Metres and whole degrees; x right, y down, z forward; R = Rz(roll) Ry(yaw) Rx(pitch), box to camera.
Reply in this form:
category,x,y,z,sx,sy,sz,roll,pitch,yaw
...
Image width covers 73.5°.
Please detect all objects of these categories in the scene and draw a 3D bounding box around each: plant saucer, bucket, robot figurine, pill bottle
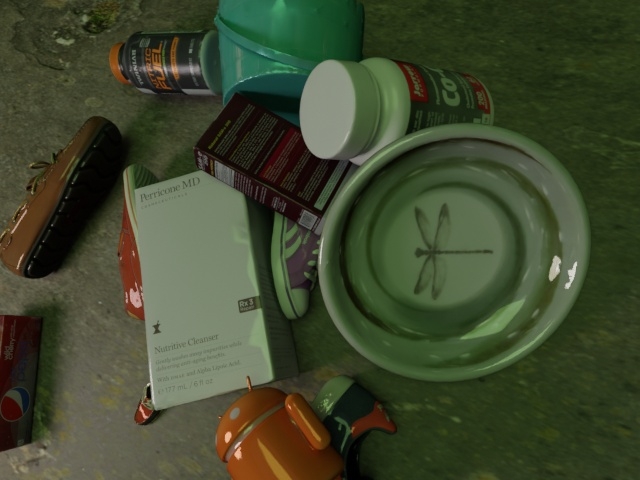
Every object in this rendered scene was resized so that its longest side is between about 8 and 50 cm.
category,x,y,z,sx,sy,sz,roll,pitch,yaw
plant saucer,0.196,0.022,0.668,0.401,0.100,0.399,0,106,-1
bucket,-0.052,-0.322,0.780,0.282,0.281,0.182,-3,80,14
robot figurine,-0.057,0.296,0.584,0.128,0.158,0.219,-34,61,-27
pill bottle,0.123,-0.196,0.678,0.161,0.284,0.161,14,107,54
pill bottle,-0.328,-0.383,0.929,0.246,0.130,0.130,7,79,16

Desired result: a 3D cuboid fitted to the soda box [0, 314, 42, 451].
category,x,y,z,sx,sy,sz,roll,pitch,yaw
soda box,-0.651,0.287,0.875,0.084,0.092,0.263,-7,76,14

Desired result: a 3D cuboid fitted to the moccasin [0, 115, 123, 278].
category,x,y,z,sx,sy,sz,roll,pitch,yaw
moccasin,-0.568,-0.105,0.932,0.147,0.139,0.379,33,96,10

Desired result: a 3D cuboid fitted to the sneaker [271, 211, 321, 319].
category,x,y,z,sx,sy,sz,roll,pitch,yaw
sneaker,0.000,-0.001,0.774,0.161,0.102,0.281,-2,77,11

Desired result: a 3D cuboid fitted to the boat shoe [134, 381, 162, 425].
category,x,y,z,sx,sy,sz,roll,pitch,yaw
boat shoe,-0.315,0.292,0.814,0.049,0.043,0.137,33,88,17

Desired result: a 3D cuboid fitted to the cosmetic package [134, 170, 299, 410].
category,x,y,z,sx,sy,sz,roll,pitch,yaw
cosmetic package,-0.187,0.075,0.771,0.218,0.156,0.384,-17,74,8

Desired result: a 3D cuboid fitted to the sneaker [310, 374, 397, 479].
category,x,y,z,sx,sy,sz,roll,pitch,yaw
sneaker,-0.008,0.393,0.665,0.148,0.131,0.349,31,86,23

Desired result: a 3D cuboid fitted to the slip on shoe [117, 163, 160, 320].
category,x,y,z,sx,sy,sz,roll,pitch,yaw
slip on shoe,-0.358,0.003,0.858,0.102,0.123,0.330,-15,79,15

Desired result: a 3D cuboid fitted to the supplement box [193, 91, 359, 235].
category,x,y,z,sx,sy,sz,roll,pitch,yaw
supplement box,-0.070,-0.126,0.710,0.240,0.073,0.130,30,67,-2
